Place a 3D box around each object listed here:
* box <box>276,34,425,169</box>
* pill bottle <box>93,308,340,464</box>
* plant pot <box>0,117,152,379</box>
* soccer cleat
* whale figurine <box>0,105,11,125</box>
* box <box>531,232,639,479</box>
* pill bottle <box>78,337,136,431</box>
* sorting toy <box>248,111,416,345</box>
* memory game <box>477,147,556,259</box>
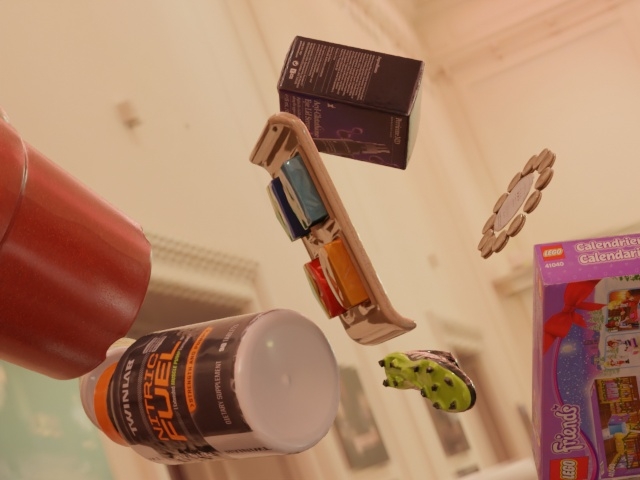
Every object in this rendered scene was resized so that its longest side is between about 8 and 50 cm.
[{"bbox_3d":[0.047,-0.209,2.291,0.207,0.108,0.153,12,-30,9],"label":"box"},{"bbox_3d":[-0.108,0.142,1.403,0.130,0.131,0.245,-9,-4,-45],"label":"pill bottle"},{"bbox_3d":[-0.343,0.011,1.630,0.272,0.272,0.265,-29,-44,34],"label":"plant pot"},{"bbox_3d":[0.133,0.149,1.685,0.072,0.060,0.179,-15,13,-24],"label":"soccer cleat"},{"bbox_3d":[-0.508,-0.074,1.946,0.141,0.272,0.216,20,6,32],"label":"whale figurine"},{"bbox_3d":[0.303,0.114,1.422,0.200,0.057,0.293,-6,-47,0],"label":"box"},{"bbox_3d":[-0.261,0.190,1.990,0.117,0.118,0.208,-19,4,-9],"label":"pill bottle"},{"bbox_3d":[0.000,0.000,1.293,0.038,0.208,0.193,-30,-3,-11],"label":"sorting toy"},{"bbox_3d":[0.281,-0.052,2.151,0.186,0.012,0.186,-56,9,14],"label":"memory game"}]
